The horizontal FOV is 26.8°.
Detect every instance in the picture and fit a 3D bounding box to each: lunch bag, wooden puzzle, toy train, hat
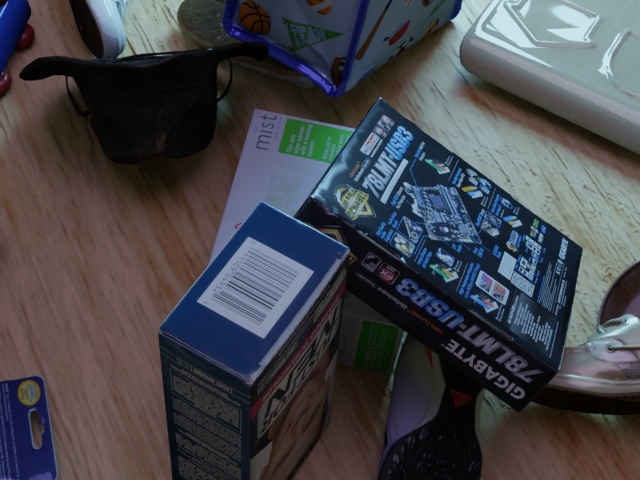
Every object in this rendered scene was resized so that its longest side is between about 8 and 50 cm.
[{"bbox_3d":[0.065,-0.432,1.677,0.239,0.385,0.328,31,42,15],"label":"lunch bag"},{"bbox_3d":[0.401,-0.285,1.836,0.322,0.080,0.348,28,62,15],"label":"wooden puzzle"},{"bbox_3d":[-0.475,-0.233,1.717,0.143,0.105,0.248,7,54,13],"label":"toy train"},{"bbox_3d":[-0.208,-0.161,1.624,0.331,0.331,0.134,-5,96,-8],"label":"hat"}]

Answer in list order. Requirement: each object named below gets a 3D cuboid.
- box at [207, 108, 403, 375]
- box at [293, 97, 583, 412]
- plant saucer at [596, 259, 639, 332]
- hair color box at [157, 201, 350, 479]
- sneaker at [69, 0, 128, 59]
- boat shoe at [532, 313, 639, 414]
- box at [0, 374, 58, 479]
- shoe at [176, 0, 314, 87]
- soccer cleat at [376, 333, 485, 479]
[{"bbox_3d":[0.000,0.000,1.571,0.231,0.127,0.262,13,55,2],"label":"box"},{"bbox_3d":[0.129,0.004,1.403,0.293,0.073,0.295,34,29,-2],"label":"box"},{"bbox_3d":[0.419,0.109,1.549,0.198,0.036,0.199,-3,72,10],"label":"plant saucer"},{"bbox_3d":[-0.065,0.140,1.328,0.105,0.347,0.174,28,58,15],"label":"hair color box"},{"bbox_3d":[-0.281,-0.354,1.798,0.123,0.106,0.290,-12,49,-15],"label":"sneaker"},{"bbox_3d":[0.339,0.136,1.482,0.302,0.109,0.098,2,72,13],"label":"boat shoe"},{"bbox_3d":[-0.398,0.226,1.431,0.225,0.036,0.136,-10,57,-10],"label":"box"},{"bbox_3d":[-0.097,-0.261,1.793,0.219,0.058,0.076,28,77,19],"label":"shoe"},{"bbox_3d":[0.118,0.197,1.468,0.108,0.116,0.318,23,71,-17],"label":"soccer cleat"}]
